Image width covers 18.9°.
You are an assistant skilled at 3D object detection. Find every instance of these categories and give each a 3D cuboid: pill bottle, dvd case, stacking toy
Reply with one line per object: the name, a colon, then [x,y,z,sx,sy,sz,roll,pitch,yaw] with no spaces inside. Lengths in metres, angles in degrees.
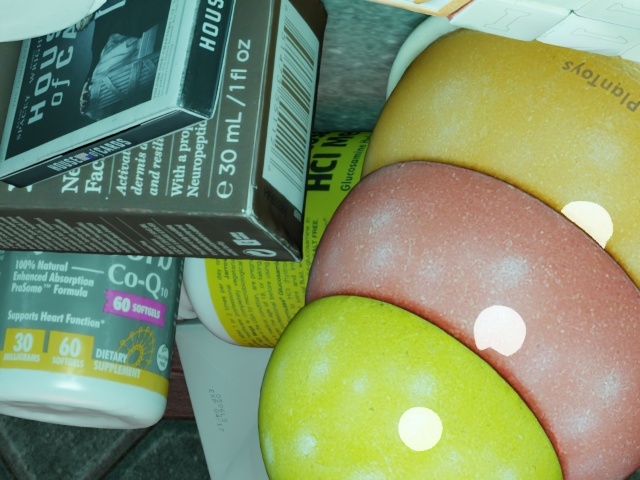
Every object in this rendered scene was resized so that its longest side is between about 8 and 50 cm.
pill bottle: [0.000,0.000,1.648,0.334,0.188,0.188,0,166,24]
pill bottle: [-0.188,0.004,1.550,0.162,0.278,0.162,6,167,1]
dvd case: [-0.116,-0.135,1.133,0.029,0.179,0.238,19,162,-31]
stacking toy: [0.070,0.097,1.242,0.350,0.480,0.351,31,148,22]

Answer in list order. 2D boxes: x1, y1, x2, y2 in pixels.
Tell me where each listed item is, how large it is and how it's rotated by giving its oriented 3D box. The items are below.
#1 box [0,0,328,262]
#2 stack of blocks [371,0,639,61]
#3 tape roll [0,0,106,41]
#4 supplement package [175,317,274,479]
box: [-0.199,-0.097,1.324,0.381,0.191,0.143,1,166,16]
stack of blocks: [0.176,-0.169,0.866,0.297,0.171,0.087,10,167,-17]
tape roll: [-0.257,-0.203,1.084,0.286,0.100,0.286,6,167,1]
supplement package: [0.027,0.114,1.896,0.175,0.178,0.293,-4,-165,37]
